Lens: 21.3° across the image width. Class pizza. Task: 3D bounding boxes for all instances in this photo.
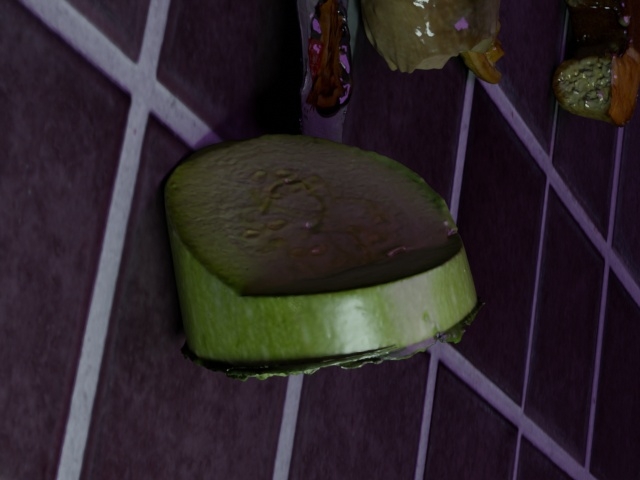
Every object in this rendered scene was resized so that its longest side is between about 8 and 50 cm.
[{"bbox_3d":[0.159,-0.227,1.735,0.160,0.035,0.099,58,40,-51],"label":"pizza"}]

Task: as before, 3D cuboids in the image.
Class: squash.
[{"bbox_3d":[0.006,0.012,1.176,0.220,0.220,0.133,-38,128,-60],"label":"squash"}]

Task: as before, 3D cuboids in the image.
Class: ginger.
[{"bbox_3d":[0.115,-0.275,1.494,0.221,0.130,0.276,34,81,-57],"label":"ginger"}]

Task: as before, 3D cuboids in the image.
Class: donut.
[{"bbox_3d":[0.340,-0.232,2.086,0.141,0.085,0.217,46,50,-58],"label":"donut"}]

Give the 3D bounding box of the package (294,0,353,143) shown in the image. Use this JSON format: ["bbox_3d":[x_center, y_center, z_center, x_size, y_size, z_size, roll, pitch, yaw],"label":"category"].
[{"bbox_3d":[-0.003,-0.192,1.372,0.154,0.030,0.239,21,67,-74],"label":"package"}]
